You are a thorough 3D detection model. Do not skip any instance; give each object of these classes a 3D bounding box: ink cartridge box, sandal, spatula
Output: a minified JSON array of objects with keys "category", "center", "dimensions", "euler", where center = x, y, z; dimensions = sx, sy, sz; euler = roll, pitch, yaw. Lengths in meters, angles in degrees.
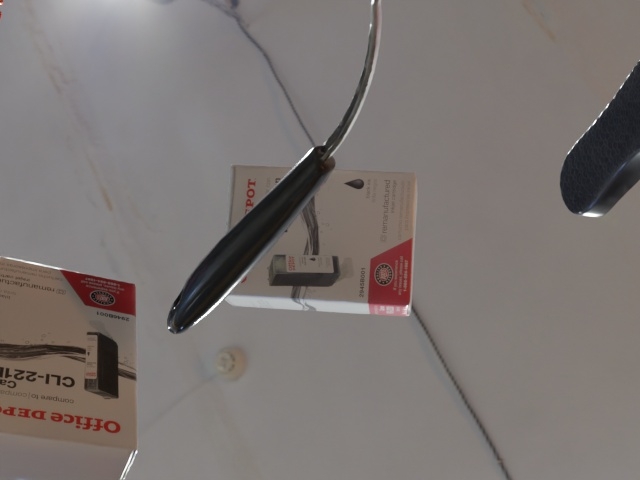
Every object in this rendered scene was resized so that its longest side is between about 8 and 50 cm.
[{"category":"ink cartridge box","center":[-0.322,0.159,1.033],"dimensions":[0.273,0.197,0.114],"euler":[-104,-145,-49]},{"category":"sandal","center":[0.301,-0.108,0.790],"dimensions":[0.254,0.055,0.097],"euler":[126,-35,-59]},{"category":"spatula","center":[0.008,-0.061,0.408],"dimensions":[0.296,0.030,0.084],"euler":[-54,-166,23]},{"category":"ink cartridge box","center":[0.000,0.000,1.036],"dimensions":[0.218,0.092,0.158],"euler":[2,-101,7]}]

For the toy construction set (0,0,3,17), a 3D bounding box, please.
[{"category":"toy construction set","center":[-0.208,-0.231,0.465],"dimensions":[0.215,0.151,0.327],"euler":[-62,-153,11]}]
